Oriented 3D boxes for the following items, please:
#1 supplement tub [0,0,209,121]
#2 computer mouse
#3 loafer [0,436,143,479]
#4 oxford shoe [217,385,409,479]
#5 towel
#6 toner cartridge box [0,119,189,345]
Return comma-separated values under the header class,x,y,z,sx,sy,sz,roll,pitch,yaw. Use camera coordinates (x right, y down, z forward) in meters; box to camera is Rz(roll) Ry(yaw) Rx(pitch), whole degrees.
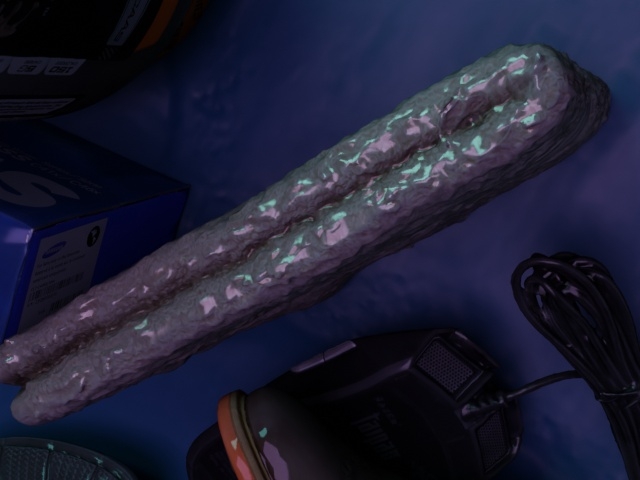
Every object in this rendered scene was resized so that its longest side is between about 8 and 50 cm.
class,x,y,z,sx,sy,sz,roll,pitch,yaw
supplement tub,-0.178,-0.149,0.401,0.207,0.338,0.207,3,100,17
computer mouse,0.069,0.114,0.525,0.262,0.060,0.184,-31,110,24
loafer,-0.218,0.184,0.621,0.268,0.084,0.096,-10,65,15
oxford shoe,0.062,0.147,0.468,0.098,0.097,0.271,-41,112,9
towel,0.000,0.000,0.452,0.282,0.187,0.049,-30,86,20
toner cartridge box,-0.264,-0.055,0.537,0.348,0.165,0.075,24,104,12
